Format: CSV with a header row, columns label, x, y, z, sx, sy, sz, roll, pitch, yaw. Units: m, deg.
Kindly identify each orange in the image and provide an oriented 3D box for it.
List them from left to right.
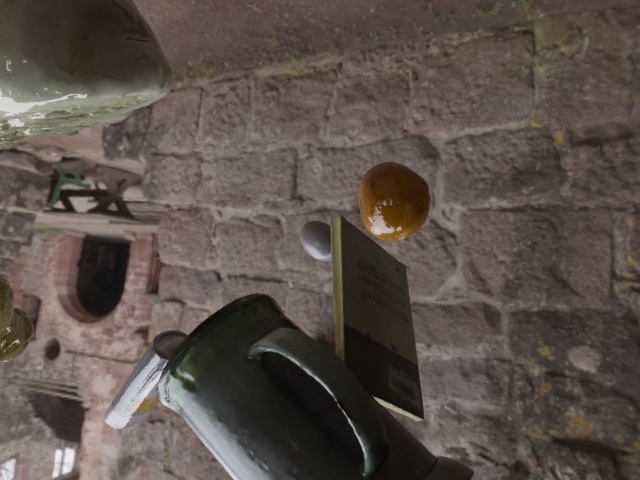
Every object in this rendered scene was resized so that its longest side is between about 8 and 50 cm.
label,x,y,z,sx,sy,sz,roll,pitch,yaw
orange,0.145,-0.077,0.963,0.136,0.158,0.159,-4,175,0

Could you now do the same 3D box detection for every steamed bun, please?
label,x,y,z,sx,sy,sz,roll,pitch,yaw
steamed bun,-0.294,-0.202,0.459,0.268,0.206,0.280,-20,-164,-22

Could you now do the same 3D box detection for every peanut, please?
label,x,y,z,sx,sy,sz,roll,pitch,yaw
peanut,-0.630,0.147,0.917,0.147,0.146,0.305,6,140,-8

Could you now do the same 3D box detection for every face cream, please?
label,x,y,z,sx,sy,sz,roll,pitch,yaw
face cream,-0.355,0.293,1.023,0.107,0.073,0.269,0,137,-48

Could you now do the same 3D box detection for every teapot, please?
label,x,y,z,sx,sy,sz,roll,pitch,yaw
teapot,-0.022,0.196,0.535,0.337,0.270,0.200,39,-126,23

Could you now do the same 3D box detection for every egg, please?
label,x,y,z,sx,sy,sz,roll,pitch,yaw
egg,0.000,0.000,1.432,0.135,0.103,0.103,43,-174,15

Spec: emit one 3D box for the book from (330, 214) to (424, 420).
label,x,y,z,sx,sy,sz,roll,pitch,yaw
book,0.089,0.116,0.769,0.026,0.289,0.201,-29,133,32
